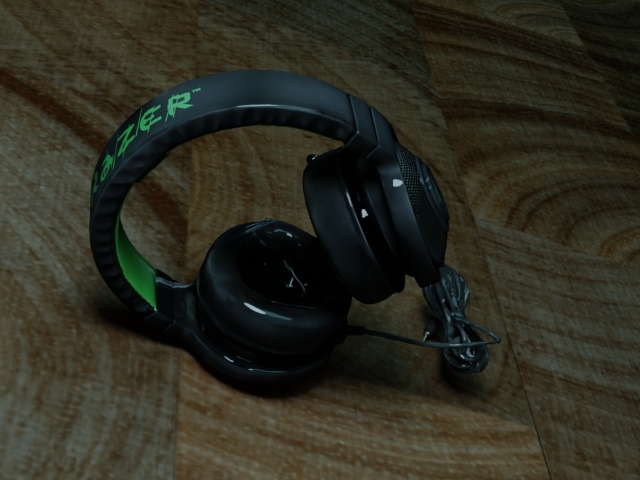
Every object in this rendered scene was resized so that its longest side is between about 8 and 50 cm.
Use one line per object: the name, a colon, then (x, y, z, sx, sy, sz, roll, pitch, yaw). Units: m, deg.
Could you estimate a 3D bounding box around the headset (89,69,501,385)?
headset: (0.000, 0.000, 0.956, 0.394, 0.243, 0.185, 34, 30, -31)
